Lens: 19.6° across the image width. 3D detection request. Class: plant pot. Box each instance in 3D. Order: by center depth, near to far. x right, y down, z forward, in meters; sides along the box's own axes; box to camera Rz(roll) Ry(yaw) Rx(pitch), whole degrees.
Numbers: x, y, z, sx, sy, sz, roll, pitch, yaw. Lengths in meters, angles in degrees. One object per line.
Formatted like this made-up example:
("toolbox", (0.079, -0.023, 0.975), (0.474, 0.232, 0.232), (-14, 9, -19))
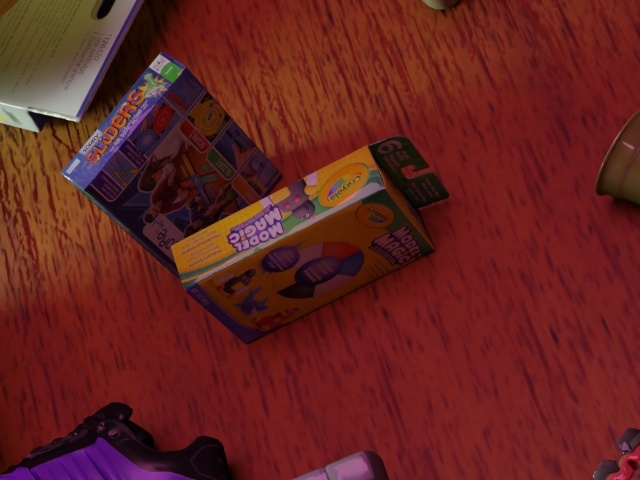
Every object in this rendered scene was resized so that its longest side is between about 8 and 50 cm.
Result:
("plant pot", (0.280, -0.055, 1.513), (0.079, 0.083, 0.083), (32, 81, 22))

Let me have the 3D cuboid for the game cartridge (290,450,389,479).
("game cartridge", (-0.003, 0.364, 1.398), (0.230, 0.068, 0.355), (-25, 71, 16))

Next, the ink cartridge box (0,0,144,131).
("ink cartridge box", (-0.282, -0.262, 1.885), (0.307, 0.072, 0.304), (17, 72, 29))

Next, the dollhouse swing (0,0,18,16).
("dollhouse swing", (-0.381, -0.334, 1.765), (0.315, 0.305, 0.347), (-36, 77, 24))

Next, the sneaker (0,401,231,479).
("sneaker", (-0.207, 0.212, 1.589), (0.293, 0.102, 0.146), (0, 65, 17))

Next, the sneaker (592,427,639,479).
("sneaker", (0.240, 0.267, 1.349), (0.135, 0.097, 0.276), (13, 73, 30))

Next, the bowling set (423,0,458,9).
("bowling set", (0.126, -0.373, 1.695), (0.287, 0.154, 0.200), (-45, 56, -2))

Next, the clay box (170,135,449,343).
("clay box", (0.000, 0.000, 1.579), (0.222, 0.127, 0.053), (-26, 58, 12))

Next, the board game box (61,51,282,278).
("board game box", (-0.125, -0.058, 1.622), (0.035, 0.201, 0.136), (34, 82, 34))
